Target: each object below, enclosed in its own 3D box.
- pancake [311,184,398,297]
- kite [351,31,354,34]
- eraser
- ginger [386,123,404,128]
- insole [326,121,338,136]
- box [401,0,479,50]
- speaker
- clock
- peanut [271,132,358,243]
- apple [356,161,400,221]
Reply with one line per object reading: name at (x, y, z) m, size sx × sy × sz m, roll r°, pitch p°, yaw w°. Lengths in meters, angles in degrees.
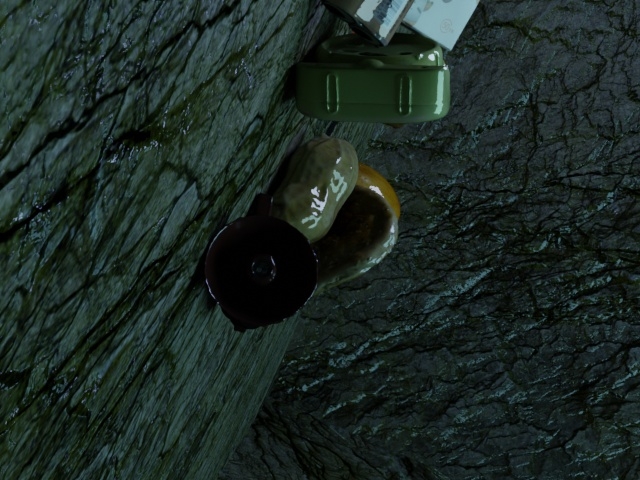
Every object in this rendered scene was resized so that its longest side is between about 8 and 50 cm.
pancake at (0.001, 0.002, 1.851) m, size 0.065 × 0.356 × 0.356 m, roll 56°, pitch 45°, yaw -34°
kite at (0.052, -0.434, 1.988) m, size 0.125 × 0.008 × 0.222 m, roll -54°, pitch 166°, yaw -58°
eraser at (0.134, -0.501, 1.438) m, size 0.290 × 0.171 × 0.087 m, roll -58°, pitch -142°, yaw 2°
ginger at (0.188, -0.393, 2.084) m, size 0.223 × 0.269 × 0.200 m, roll -10°, pitch 122°, yaw -51°
insole at (0.042, -0.332, 2.305) m, size 0.188 × 0.004 × 0.064 m, roll -62°, pitch 173°, yaw -47°
box at (0.239, -0.589, 1.642) m, size 0.341 × 0.225 × 0.143 m, roll -61°, pitch -140°, yaw 13°
speaker at (-0.142, 0.039, 1.545) m, size 0.329 × 0.198 × 0.259 m, roll 150°, pitch -75°, yaw -75°
clock at (0.111, -0.328, 1.601) m, size 0.348 × 0.286 × 0.117 m, roll -70°, pitch 161°, yaw -63°
peanut at (-0.019, -0.102, 1.800) m, size 0.340 × 0.158 × 0.174 m, roll -66°, pitch -170°, yaw -29°
apple at (0.052, -0.066, 2.116) m, size 0.299 × 0.275 × 0.299 m, roll -64°, pitch 180°, yaw -1°
